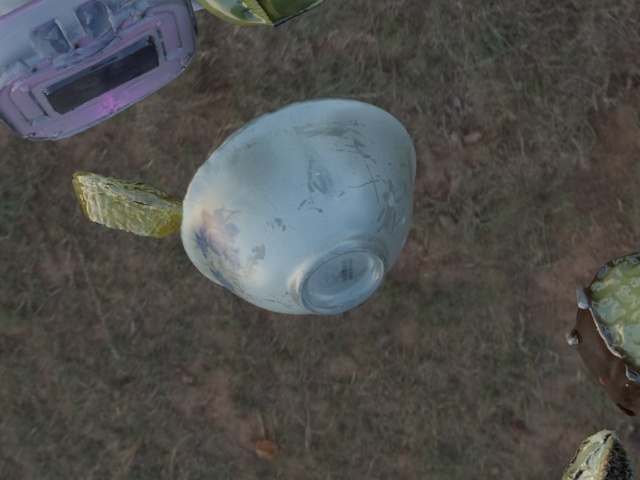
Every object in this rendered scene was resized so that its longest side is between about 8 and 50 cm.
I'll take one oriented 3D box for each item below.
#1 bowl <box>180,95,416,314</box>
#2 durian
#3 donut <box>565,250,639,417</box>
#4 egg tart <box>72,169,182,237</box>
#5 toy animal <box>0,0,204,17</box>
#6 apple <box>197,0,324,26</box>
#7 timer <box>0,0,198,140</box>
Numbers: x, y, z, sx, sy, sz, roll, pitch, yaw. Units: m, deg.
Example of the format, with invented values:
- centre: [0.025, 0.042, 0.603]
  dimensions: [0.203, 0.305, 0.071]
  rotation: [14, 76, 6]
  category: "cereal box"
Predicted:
- centre: [0.000, 0.000, 1.052]
  dimensions: [0.313, 0.146, 0.313]
  rotation: [-15, 139, -13]
  category: "bowl"
- centre: [0.331, 0.280, 1.051]
  dimensions: [0.052, 0.066, 0.130]
  rotation: [5, 123, -29]
  category: "durian"
- centre: [0.391, 0.026, 0.869]
  dimensions: [0.345, 0.259, 0.136]
  rotation: [-46, 63, 0]
  category: "donut"
- centre: [-0.349, -0.062, 1.646]
  dimensions: [0.252, 0.232, 0.099]
  rotation: [19, 88, -32]
  category: "egg tart"
- centre: [-0.304, -0.339, 1.137]
  dimensions: [0.325, 0.154, 0.208]
  rotation: [-20, 149, -8]
  category: "toy animal"
- centre: [-0.077, -0.350, 1.017]
  dimensions: [0.207, 0.174, 0.188]
  rotation: [-8, 136, 25]
  category: "apple"
- centre: [-0.210, -0.167, 0.807]
  dimensions: [0.208, 0.191, 0.069]
  rotation: [-28, 83, -6]
  category: "timer"
